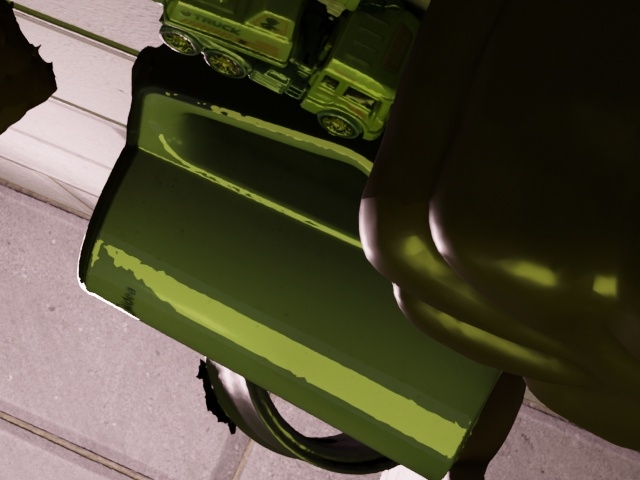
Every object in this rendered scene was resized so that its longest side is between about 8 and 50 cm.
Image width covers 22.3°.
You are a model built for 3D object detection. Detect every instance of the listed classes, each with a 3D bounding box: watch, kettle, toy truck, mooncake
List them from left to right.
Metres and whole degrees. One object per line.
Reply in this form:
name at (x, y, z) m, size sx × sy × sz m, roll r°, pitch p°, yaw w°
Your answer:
toy truck at (-0.017, -0.135, 0.986) m, size 0.169 × 0.077 × 0.100 m, roll 28°, pitch 159°, yaw -5°
kettle at (0.000, 0.000, 1.405) m, size 0.377 × 0.250 × 0.361 m, roll 26°, pitch 153°, yaw 6°
watch at (0.040, 0.142, 1.780) m, size 0.327 × 0.335 × 0.314 m, roll 16°, pitch 176°, yaw -17°
mooncake at (0.201, 0.007, 0.818) m, size 0.378 × 0.200 × 0.378 m, roll 23°, pitch 172°, yaw 3°

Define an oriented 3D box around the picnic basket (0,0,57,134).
picnic basket at (-0.388, -0.130, 1.127) m, size 0.254 × 0.321 × 0.291 m, roll 59°, pitch -173°, yaw 22°
